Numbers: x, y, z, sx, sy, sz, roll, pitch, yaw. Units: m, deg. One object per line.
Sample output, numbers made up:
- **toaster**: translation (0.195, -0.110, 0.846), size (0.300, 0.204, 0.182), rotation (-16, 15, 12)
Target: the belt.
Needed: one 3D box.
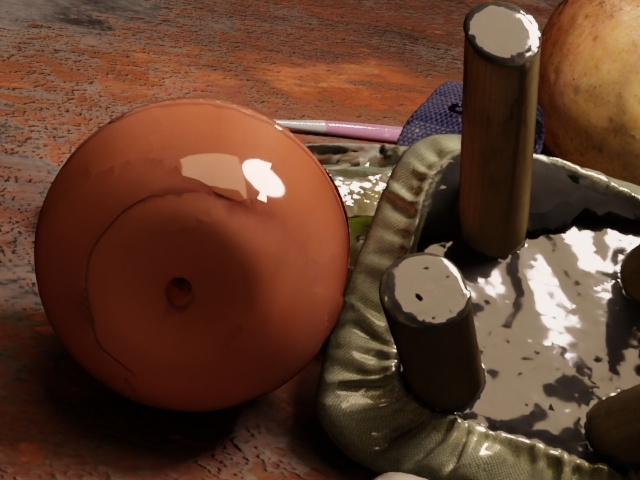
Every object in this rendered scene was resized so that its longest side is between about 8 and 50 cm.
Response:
- **belt**: translation (0.145, -0.089, 1.620), size (0.126, 0.139, 0.230), rotation (17, 24, 20)

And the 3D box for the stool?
- **stool**: translation (0.178, 0.025, 1.101), size (0.310, 0.226, 0.310), rotation (16, 58, 5)

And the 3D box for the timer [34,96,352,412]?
- **timer**: translation (-0.091, 0.009, 1.127), size (0.230, 0.229, 0.215), rotation (14, 15, -1)

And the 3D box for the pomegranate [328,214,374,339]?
- **pomegranate**: translation (0.046, 0.033, 1.287), size (0.130, 0.130, 0.130), rotation (12, 23, -5)

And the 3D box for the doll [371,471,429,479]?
- **doll**: translation (0.099, 0.200, 0.979), size (0.192, 0.095, 0.149), rotation (10, 21, -4)

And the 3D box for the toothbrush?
- **toothbrush**: translation (0.023, -0.128, 1.770), size (0.286, 0.020, 0.025), rotation (5, 18, -21)

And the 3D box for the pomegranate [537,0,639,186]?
- **pomegranate**: translation (0.406, -0.183, 1.806), size (0.322, 0.322, 0.322), rotation (12, 23, -5)

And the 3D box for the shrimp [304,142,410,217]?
- **shrimp**: translation (-0.020, -0.038, 1.417), size (0.446, 0.110, 0.221), rotation (-4, 27, -14)
